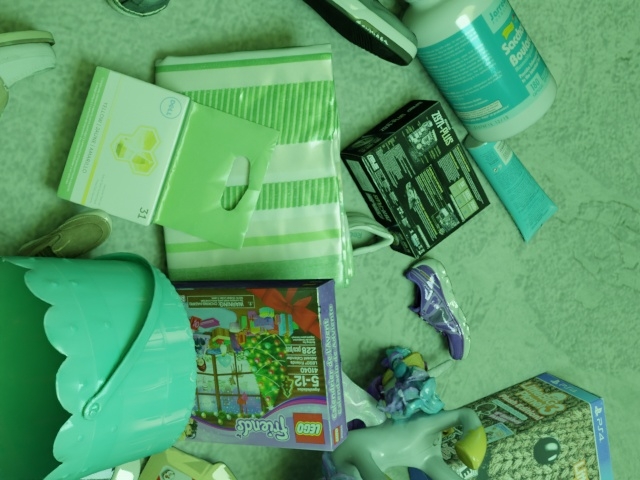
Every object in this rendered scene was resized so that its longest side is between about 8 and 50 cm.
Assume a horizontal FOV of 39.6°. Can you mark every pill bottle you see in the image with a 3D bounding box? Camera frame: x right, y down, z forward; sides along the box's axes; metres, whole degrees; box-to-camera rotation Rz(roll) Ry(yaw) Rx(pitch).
[{"bbox_3d":[0.212,-0.277,1.251,0.146,0.146,0.264,-45,116,-11],"label":"pill bottle"}]

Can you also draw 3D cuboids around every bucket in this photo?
[{"bbox_3d":[-0.285,0.143,1.031,0.183,0.281,0.281,-3,101,-43],"label":"bucket"}]

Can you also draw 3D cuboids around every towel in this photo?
[{"bbox_3d":[-0.088,-0.085,1.167,0.247,0.038,0.325,-5,99,-2],"label":"towel"}]

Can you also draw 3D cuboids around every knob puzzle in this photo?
[{"bbox_3d":[-0.179,0.394,1.242,0.213,0.030,0.213,0,92,-6],"label":"knob puzzle"}]

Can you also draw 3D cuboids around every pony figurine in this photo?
[{"bbox_3d":[0.063,0.291,1.215,0.351,0.363,0.303,-19,114,-4],"label":"pony figurine"}]

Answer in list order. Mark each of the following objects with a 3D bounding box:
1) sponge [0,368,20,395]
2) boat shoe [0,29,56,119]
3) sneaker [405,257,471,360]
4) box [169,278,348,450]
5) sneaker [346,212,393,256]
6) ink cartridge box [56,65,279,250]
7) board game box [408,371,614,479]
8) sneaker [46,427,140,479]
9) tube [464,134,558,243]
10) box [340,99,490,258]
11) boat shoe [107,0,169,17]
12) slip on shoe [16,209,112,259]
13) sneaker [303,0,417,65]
[{"bbox_3d":[-0.479,0.224,1.097,0.210,0.031,0.117,-3,101,-24],"label":"sponge"},{"bbox_3d":[-0.404,-0.155,0.973,0.302,0.113,0.103,-35,108,-49],"label":"boat shoe"},{"bbox_3d":[0.177,0.110,1.363,0.071,0.068,0.170,-25,100,-3],"label":"sneaker"},{"bbox_3d":[-0.115,0.152,1.118,0.057,0.293,0.201,-21,107,-64],"label":"box"},{"bbox_3d":[0.000,0.000,1.237,0.212,0.094,0.080,-10,104,-22],"label":"sneaker"},{"bbox_3d":[-0.188,-0.098,1.112,0.235,0.056,0.171,19,94,-2],"label":"ink cartridge box"},{"bbox_3d":[0.304,0.379,1.412,0.291,0.141,0.232,-18,106,-20],"label":"board game box"},{"bbox_3d":[-0.365,0.395,1.135,0.148,0.131,0.350,25,83,-17],"label":"sneaker"},{"bbox_3d":[0.299,-0.090,1.384,0.080,0.052,0.207,-45,118,-6],"label":"tube"},{"bbox_3d":[0.138,-0.090,1.292,0.147,0.077,0.180,-37,112,-14],"label":"box"},{"bbox_3d":[-0.177,-0.428,1.082,0.116,0.099,0.320,18,91,-25],"label":"boat shoe"},{"bbox_3d":[-0.316,0.007,1.094,0.135,0.041,0.051,-21,124,11],"label":"slip on shoe"},{"bbox_3d":[0.043,-0.378,1.159,0.295,0.124,0.178,37,88,-8],"label":"sneaker"}]
